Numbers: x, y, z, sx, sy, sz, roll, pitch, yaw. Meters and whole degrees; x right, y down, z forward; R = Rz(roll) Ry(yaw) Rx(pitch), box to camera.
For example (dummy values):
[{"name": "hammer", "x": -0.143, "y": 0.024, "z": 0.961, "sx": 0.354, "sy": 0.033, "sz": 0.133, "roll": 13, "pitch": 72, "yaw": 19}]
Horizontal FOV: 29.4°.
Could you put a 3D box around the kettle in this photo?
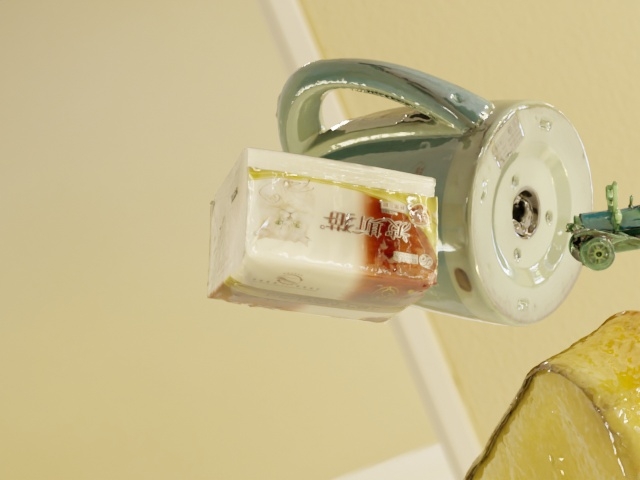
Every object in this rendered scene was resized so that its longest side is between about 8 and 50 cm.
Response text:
[{"name": "kettle", "x": 0.094, "y": -0.072, "z": 1.400, "sx": 0.342, "sy": 0.319, "sz": 0.247, "roll": 7, "pitch": -141, "yaw": 42}]

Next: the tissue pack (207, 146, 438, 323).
[{"name": "tissue pack", "x": 0.000, "y": 0.001, "z": 0.913, "sx": 0.149, "sy": 0.099, "sz": 0.106, "roll": 8, "pitch": 156, "yaw": -17}]

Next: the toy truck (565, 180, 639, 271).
[{"name": "toy truck", "x": 0.298, "y": -0.021, "z": 1.101, "sx": 0.154, "sy": 0.078, "sz": 0.080, "roll": -10, "pitch": -177, "yaw": 3}]

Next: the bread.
[{"name": "bread", "x": 0.135, "y": 0.129, "z": 0.643, "sx": 0.094, "sy": 0.102, "sz": 0.245, "roll": -22, "pitch": 151, "yaw": -25}]
